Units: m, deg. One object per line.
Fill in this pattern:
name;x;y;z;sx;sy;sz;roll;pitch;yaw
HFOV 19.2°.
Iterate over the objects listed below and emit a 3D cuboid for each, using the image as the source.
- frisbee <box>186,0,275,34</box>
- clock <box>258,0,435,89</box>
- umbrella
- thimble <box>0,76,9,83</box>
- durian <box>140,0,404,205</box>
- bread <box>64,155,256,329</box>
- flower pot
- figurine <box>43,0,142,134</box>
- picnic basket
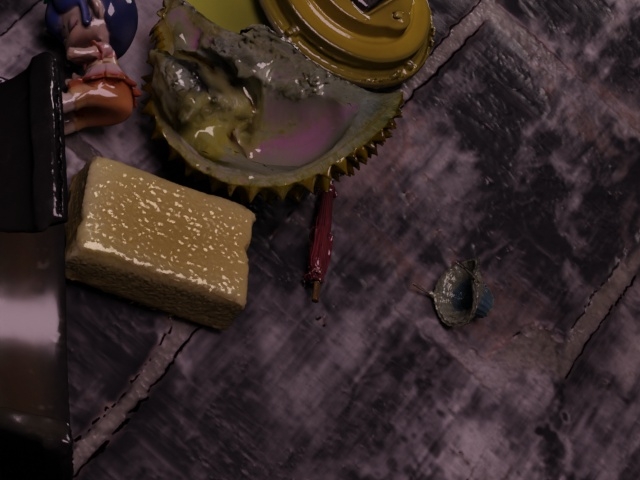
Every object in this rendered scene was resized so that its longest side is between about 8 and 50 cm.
frisbee;-0.061;-0.255;2.132;0.236;0.017;0.236;16;54;-23
clock;0.037;-0.284;2.161;0.237;0.057;0.237;16;53;-22
umbrella;0.000;0.000;1.997;0.027;0.025;0.165;10;51;-2
thimble;-0.323;-0.104;1.846;0.095;0.066;0.104;-27;74;-41
durian;-0.075;-0.138;1.949;0.306;0.166;0.172;35;39;22
bread;-0.162;0.001;1.871;0.188;0.068;0.125;19;53;-19
flower pot;-0.337;0.030;1.616;0.251;0.379;0.379;-3;60;-7
figurine;-0.233;-0.200;1.950;0.102;0.111;0.195;-3;64;-12
picnic basket;0.148;0.054;2.030;0.083;0.065;0.083;32;50;-38
